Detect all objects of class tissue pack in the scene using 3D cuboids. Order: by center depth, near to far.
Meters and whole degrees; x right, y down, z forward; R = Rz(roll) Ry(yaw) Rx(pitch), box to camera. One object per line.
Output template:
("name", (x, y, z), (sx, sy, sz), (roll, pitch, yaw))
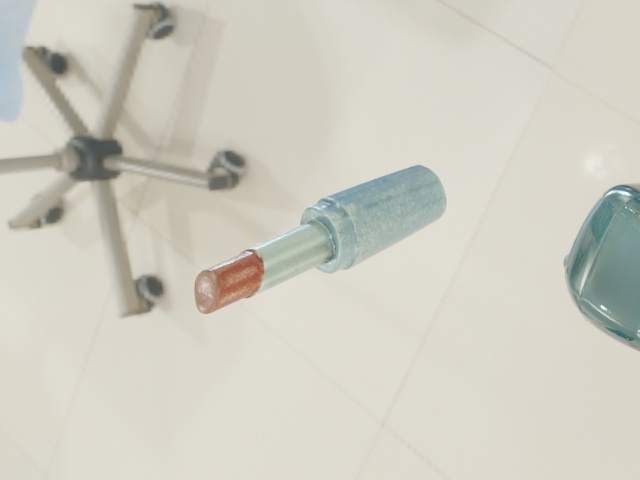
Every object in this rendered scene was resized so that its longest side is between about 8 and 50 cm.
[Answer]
("tissue pack", (0.446, 0.033, 1.594), (0.206, 0.287, 0.198), (46, 124, 50))

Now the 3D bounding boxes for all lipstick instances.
("lipstick", (0.000, 0.000, 1.155), (0.061, 0.274, 0.068), (30, 131, 39))
